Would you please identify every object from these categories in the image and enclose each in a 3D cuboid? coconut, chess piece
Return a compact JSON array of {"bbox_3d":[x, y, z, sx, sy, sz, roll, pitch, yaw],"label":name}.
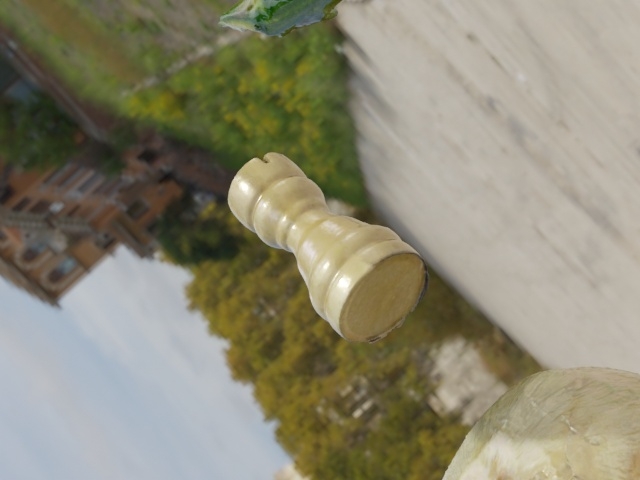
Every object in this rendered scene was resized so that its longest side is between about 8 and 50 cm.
[{"bbox_3d":[0.235,0.251,1.116,0.254,0.297,0.297,9,-157,-29],"label":"coconut"},{"bbox_3d":[0.000,0.000,0.751,0.122,0.066,0.066,42,177,37],"label":"chess piece"}]

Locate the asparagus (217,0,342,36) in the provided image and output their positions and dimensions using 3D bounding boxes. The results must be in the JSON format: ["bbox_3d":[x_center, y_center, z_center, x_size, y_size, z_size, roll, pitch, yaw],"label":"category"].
[{"bbox_3d":[0.015,-0.295,1.400,0.082,0.343,0.085,4,-118,-55],"label":"asparagus"}]
